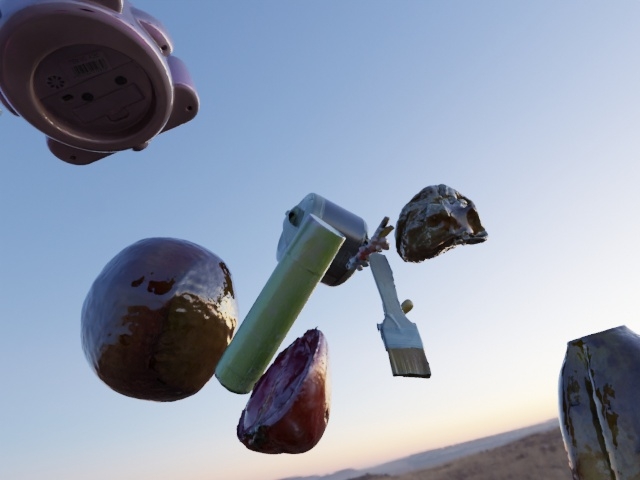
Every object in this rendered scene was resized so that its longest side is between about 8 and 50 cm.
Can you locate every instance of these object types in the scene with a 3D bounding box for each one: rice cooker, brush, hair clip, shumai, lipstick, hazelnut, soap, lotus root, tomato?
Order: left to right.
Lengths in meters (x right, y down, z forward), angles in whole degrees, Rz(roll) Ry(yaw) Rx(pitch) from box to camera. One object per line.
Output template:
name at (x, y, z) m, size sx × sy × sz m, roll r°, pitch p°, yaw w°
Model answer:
hazelnut at (-0.412, 0.191, 1.192) m, size 0.420 × 0.421 × 0.353 m, roll -14°, pitch -10°, yaw 1°
lipstick at (-0.066, 0.105, 0.743) m, size 0.076 × 0.076 × 0.304 m, roll 24°, pitch -80°, yaw -51°
tomato at (-0.027, 0.216, 0.642) m, size 0.099 × 0.173 × 0.189 m, roll 41°, pitch -49°, yaw -9°
rice cooker at (-0.003, 0.000, 1.598) m, size 0.276 × 0.289 × 0.288 m, roll 26°, pitch -41°, yaw -18°
hair clip at (0.127, 0.026, 1.193) m, size 0.062 × 0.056 × 0.214 m, roll 15°, pitch -47°, yaw -21°
brush at (0.143, 0.133, 0.934) m, size 0.085 × 0.337 × 0.020 m, roll 3°, pitch -53°, yaw -8°
soap at (0.225, 0.197, 1.301) m, size 0.089 × 0.034 × 0.012 m, roll -39°, pitch -5°, yaw -20°
shumai at (0.412, -0.020, 1.563) m, size 0.267 × 0.262 × 0.314 m, roll 41°, pitch -85°, yaw -25°
lotus root at (0.400, 0.245, 0.588) m, size 0.193 × 0.291 × 0.193 m, roll 1°, pitch -31°, yaw 0°

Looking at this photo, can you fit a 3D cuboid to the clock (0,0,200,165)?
clock at (-0.385, -0.282, 0.781) m, size 0.295 × 0.114 × 0.322 m, roll -23°, pitch -27°, yaw -1°

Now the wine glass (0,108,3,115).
wine glass at (-0.671, -0.354, 0.880) m, size 0.103 × 0.231 × 0.103 m, roll -7°, pitch 1°, yaw 0°
